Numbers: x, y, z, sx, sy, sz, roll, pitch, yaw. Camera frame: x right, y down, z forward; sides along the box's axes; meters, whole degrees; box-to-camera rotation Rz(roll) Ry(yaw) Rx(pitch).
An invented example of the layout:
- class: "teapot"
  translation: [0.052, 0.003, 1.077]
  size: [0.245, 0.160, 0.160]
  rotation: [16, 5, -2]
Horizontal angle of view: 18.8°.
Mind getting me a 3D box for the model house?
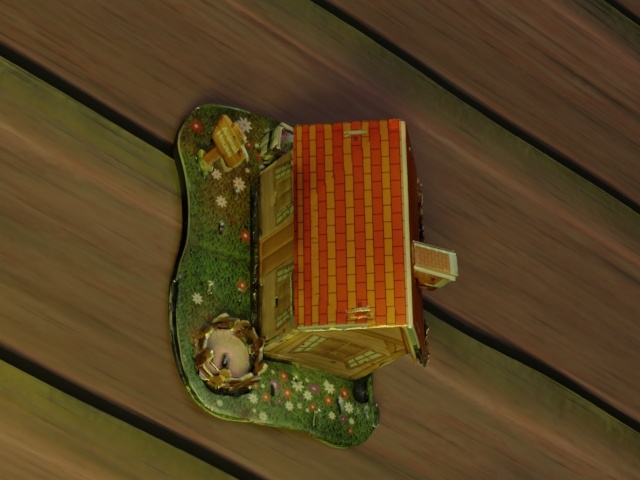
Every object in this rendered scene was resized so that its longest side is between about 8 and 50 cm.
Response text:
- class: "model house"
  translation: [0.001, 0.001, 1.600]
  size: [0.207, 0.154, 0.294]
  rotation: [18, 58, -33]
